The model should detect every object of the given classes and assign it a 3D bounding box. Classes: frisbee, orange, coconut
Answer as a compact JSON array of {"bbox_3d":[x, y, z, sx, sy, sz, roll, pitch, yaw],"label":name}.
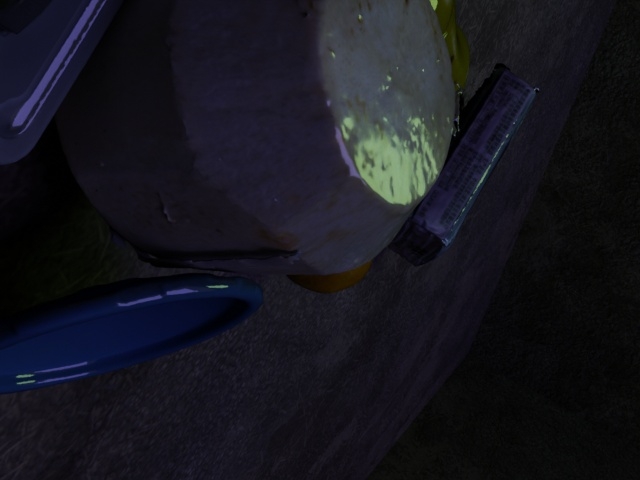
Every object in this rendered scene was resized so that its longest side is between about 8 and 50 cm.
[{"bbox_3d":[-0.195,0.075,0.669,0.289,0.049,0.289,-17,166,-4],"label":"frisbee"},{"bbox_3d":[0.000,0.000,1.060,0.136,0.159,0.159,-23,179,32],"label":"orange"},{"bbox_3d":[-0.060,-0.118,0.613,0.323,0.323,0.323,-47,154,-31],"label":"coconut"}]

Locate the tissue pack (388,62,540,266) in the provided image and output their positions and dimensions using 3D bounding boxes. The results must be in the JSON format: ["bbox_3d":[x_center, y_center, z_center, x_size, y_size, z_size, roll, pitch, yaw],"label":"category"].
[{"bbox_3d":[0.267,-0.132,1.439,0.361,0.122,0.259,-56,176,-12],"label":"tissue pack"}]

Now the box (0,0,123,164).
[{"bbox_3d":[-0.199,-0.172,0.427,0.227,0.130,0.162,-59,159,-2],"label":"box"}]

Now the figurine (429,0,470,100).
[{"bbox_3d":[0.081,-0.260,0.904,0.327,0.218,0.169,55,25,-59],"label":"figurine"}]
